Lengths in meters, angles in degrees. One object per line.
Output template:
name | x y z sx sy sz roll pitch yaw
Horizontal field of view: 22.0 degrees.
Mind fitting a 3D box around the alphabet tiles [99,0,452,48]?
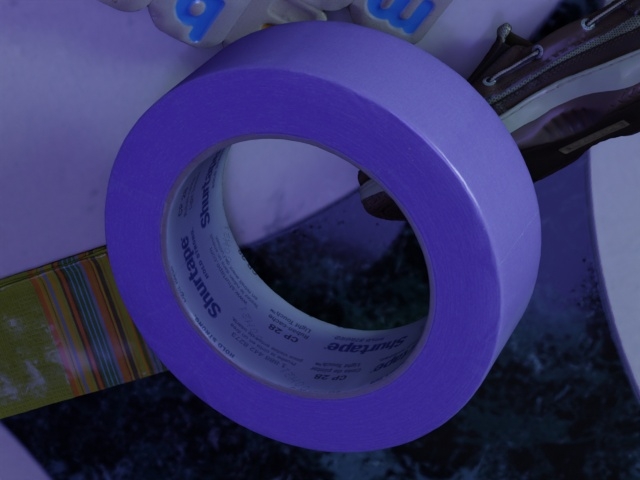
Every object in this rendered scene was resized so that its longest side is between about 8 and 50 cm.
alphabet tiles | -0.023 -0.231 1.041 0.284 0.021 0.278 24 126 -22

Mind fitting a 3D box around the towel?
towel | -0.223 0.079 1.192 0.237 0.021 0.102 -18 104 7

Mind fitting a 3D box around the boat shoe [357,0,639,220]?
boat shoe | 0.138 -0.097 1.109 0.257 0.095 0.095 -22 69 15

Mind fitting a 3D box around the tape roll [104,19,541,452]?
tape roll | 0.000 0.000 1.075 0.275 0.090 0.274 11 120 20
